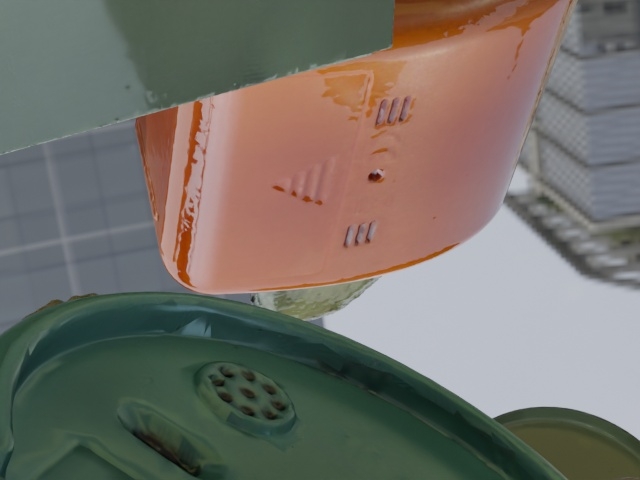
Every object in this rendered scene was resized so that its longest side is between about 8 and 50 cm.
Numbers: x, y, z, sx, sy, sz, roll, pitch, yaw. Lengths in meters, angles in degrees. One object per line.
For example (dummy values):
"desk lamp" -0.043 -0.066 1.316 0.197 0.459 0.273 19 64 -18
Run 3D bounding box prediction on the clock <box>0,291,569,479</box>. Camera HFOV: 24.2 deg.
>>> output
"clock" -0.013 0.097 0.360 0.223 0.094 0.274 30 -158 7

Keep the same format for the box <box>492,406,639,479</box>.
"box" 0.202 0.279 1.327 0.226 0.149 0.226 3 -129 -4

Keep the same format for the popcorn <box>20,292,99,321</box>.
"popcorn" -0.218 0.174 1.485 0.249 0.249 0.225 -11 161 -9

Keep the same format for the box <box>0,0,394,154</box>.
"box" -0.098 -0.099 0.532 0.225 0.086 0.129 -19 -143 -33

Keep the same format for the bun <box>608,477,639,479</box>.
"bun" 0.175 0.225 0.833 0.113 0.173 0.166 -28 153 21

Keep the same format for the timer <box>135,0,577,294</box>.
"timer" 0.024 -0.095 0.917 0.250 0.257 0.161 -3 -130 -14

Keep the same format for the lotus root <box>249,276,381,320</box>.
"lotus root" 0.000 0.004 1.185 0.144 0.070 0.143 -3 -132 0
